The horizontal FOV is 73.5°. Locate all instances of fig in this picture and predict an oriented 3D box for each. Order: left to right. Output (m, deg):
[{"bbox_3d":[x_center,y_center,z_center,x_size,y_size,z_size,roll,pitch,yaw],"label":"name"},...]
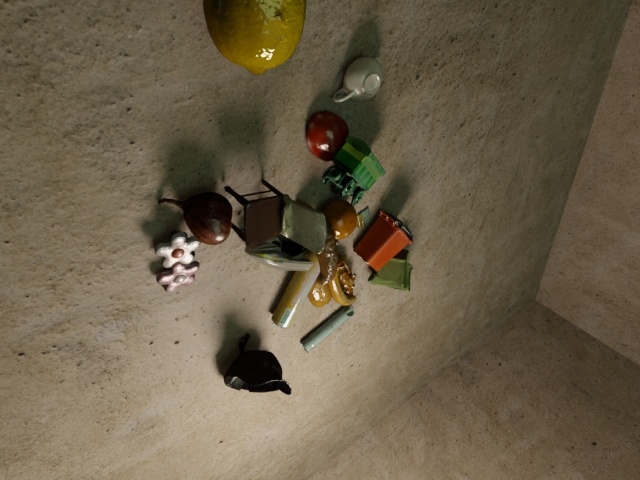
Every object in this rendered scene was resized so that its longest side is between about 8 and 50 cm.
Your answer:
[{"bbox_3d":[-0.347,-0.086,1.298,0.202,0.148,0.149,59,46,-23],"label":"fig"}]

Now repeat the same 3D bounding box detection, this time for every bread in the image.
[{"bbox_3d":[0.000,0.228,1.877,0.114,0.077,0.189,-34,134,-23],"label":"bread"}]

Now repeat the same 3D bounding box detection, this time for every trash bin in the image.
[{"bbox_3d":[0.267,0.001,1.882,0.239,0.161,0.184,-46,138,1],"label":"trash bin"}]

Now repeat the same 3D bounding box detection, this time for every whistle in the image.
[{"bbox_3d":[0.041,0.419,2.059,0.312,0.062,0.062,-37,137,-14],"label":"whistle"}]

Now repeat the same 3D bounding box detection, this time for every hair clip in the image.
[{"bbox_3d":[-0.457,0.067,1.371,0.146,0.075,0.257,-19,135,-36],"label":"hair clip"}]

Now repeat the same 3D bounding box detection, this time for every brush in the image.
[{"bbox_3d":[0.128,-0.054,1.827,0.218,0.010,0.082,-34,136,-17],"label":"brush"}]

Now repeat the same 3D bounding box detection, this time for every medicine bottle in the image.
[{"bbox_3d":[-0.073,0.160,1.745,0.108,0.108,0.426,13,111,-45],"label":"medicine bottle"}]

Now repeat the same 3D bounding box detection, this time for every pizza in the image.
[{"bbox_3d":[0.097,0.177,1.880,0.182,0.074,0.365,-62,148,-29],"label":"pizza"}]

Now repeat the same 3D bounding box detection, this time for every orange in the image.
[{"bbox_3d":[0.070,-0.083,1.673,0.156,0.124,0.156,-25,122,-48],"label":"orange"}]

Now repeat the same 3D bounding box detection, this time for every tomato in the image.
[{"bbox_3d":[0.029,-0.351,1.474,0.174,0.082,0.166,10,112,-47],"label":"tomato"}]

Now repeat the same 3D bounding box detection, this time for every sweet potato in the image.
[{"bbox_3d":[0.004,0.001,1.593,0.092,0.114,0.341,-43,118,-61],"label":"sweet potato"}]

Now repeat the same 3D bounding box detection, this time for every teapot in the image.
[{"bbox_3d":[0.138,-0.532,1.435,0.226,0.092,0.145,-38,136,-9],"label":"teapot"}]

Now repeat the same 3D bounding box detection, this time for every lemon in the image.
[{"bbox_3d":[-0.158,-0.562,1.037,0.260,0.260,0.284,-34,125,-17],"label":"lemon"}]

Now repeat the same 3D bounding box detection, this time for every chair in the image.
[{"bbox_3d":[-0.151,-0.063,1.340,0.186,0.319,0.160,-18,129,-36],"label":"chair"}]

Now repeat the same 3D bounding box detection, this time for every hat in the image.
[{"bbox_3d":[-0.235,0.511,1.758,0.238,0.336,0.209,32,57,-32],"label":"hat"}]

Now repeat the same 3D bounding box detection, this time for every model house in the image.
[{"bbox_3d":[0.351,0.135,2.070,0.214,0.195,0.189,28,75,-62],"label":"model house"}]

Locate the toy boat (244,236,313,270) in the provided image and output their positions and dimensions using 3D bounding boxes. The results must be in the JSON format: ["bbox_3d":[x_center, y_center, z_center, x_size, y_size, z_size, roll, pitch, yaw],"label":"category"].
[{"bbox_3d":[-0.147,0.040,1.570,0.269,0.141,0.141,27,100,-46],"label":"toy boat"}]

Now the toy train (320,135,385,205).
[{"bbox_3d":[0.119,-0.244,1.550,0.202,0.120,0.301,-52,161,7],"label":"toy train"}]
